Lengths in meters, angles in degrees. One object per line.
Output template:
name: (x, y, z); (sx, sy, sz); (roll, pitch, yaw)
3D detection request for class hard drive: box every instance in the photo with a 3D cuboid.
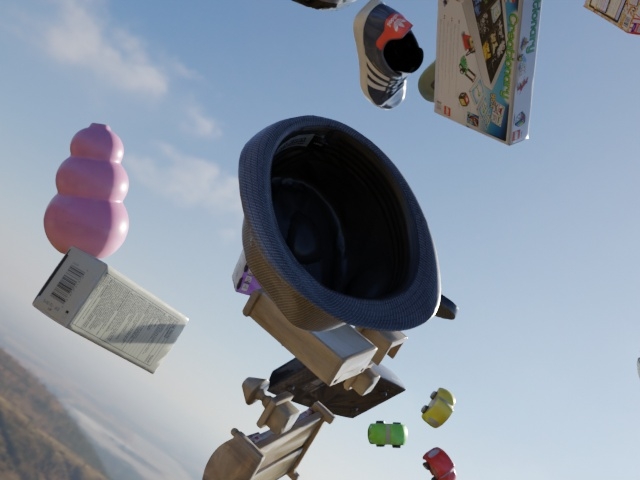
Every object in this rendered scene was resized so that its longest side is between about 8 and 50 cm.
hard drive: (0.033, 0.282, 1.622); (0.172, 0.054, 0.254); (-35, -43, 30)

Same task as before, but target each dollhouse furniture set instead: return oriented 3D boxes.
dollhouse furniture set: (-0.076, 0.254, 1.242); (0.174, 0.356, 0.303); (39, 23, 23)

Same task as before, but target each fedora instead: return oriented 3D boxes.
fedora: (0.000, 0.000, 0.882); (0.243, 0.275, 0.124); (3, -32, -36)

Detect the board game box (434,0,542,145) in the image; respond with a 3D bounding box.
board game box: (0.275, -0.333, 1.358); (0.193, 0.053, 0.305); (36, -41, 45)

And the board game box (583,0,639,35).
board game box: (0.701, -0.578, 1.869); (0.045, 0.147, 0.193); (2, 33, -20)

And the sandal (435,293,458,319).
sandal: (0.177, 0.074, 1.653); (0.254, 0.054, 0.097); (34, -17, 15)

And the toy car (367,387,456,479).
toy car: (0.223, 0.462, 1.905); (0.225, 0.239, 0.053); (6, -15, -16)

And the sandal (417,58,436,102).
sandal: (0.347, -0.440, 1.937); (0.120, 0.303, 0.086); (46, 31, 6)

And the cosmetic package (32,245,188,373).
cosmetic package: (-0.436, 0.152, 1.712); (0.129, 0.153, 0.296); (23, -15, 35)

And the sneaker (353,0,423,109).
sneaker: (0.179, -0.412, 1.932); (0.148, 0.131, 0.350); (33, -13, 26)

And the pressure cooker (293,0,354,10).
pressure cooker: (0.040, -0.788, 1.851); (0.369, 0.376, 0.420); (23, -44, -18)

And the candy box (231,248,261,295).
candy box: (-0.063, 0.025, 1.597); (0.164, 0.196, 0.070); (17, 17, -19)

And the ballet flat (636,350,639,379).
ballet flat: (0.516, 0.177, 1.230); (0.070, 0.188, 0.070); (11, -58, 19)

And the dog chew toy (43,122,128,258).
dog chew toy: (-0.573, -0.126, 2.020); (0.206, 0.332, 0.206); (9, 4, -1)
